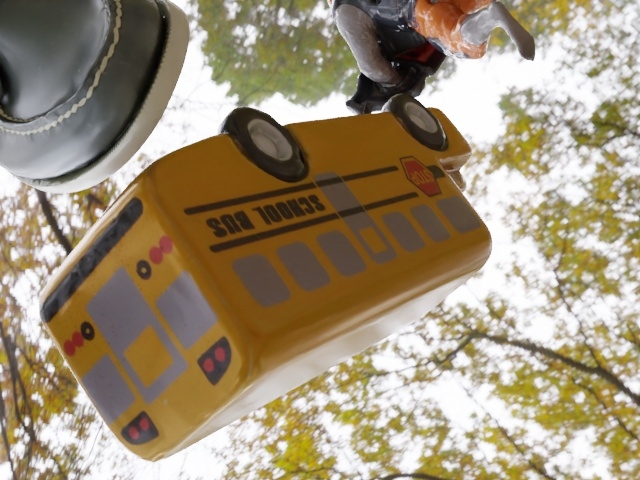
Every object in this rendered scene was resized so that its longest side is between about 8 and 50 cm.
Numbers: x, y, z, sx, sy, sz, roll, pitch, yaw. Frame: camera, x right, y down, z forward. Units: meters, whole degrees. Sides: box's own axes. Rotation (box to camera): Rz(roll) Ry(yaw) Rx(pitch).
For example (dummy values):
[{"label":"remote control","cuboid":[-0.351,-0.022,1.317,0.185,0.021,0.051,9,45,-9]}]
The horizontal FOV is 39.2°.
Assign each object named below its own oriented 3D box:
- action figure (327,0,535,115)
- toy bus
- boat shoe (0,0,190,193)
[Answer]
[{"label":"action figure","cuboid":[0.139,-0.306,0.986,0.178,0.330,0.341,45,-115,-39]},{"label":"toy bus","cuboid":[0.000,0.000,0.532,0.130,0.108,0.333,53,-148,12]},{"label":"boat shoe","cuboid":[-0.188,-0.104,0.493,0.099,0.319,0.116,25,-94,-42]}]
